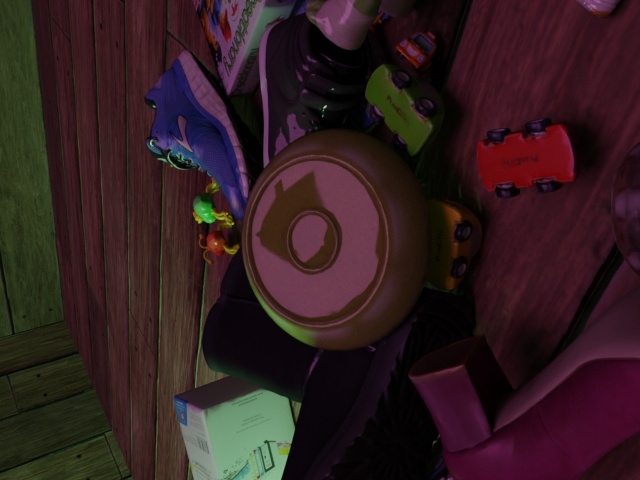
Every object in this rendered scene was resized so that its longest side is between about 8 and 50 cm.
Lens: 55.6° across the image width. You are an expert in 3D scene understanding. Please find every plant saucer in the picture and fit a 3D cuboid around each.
[{"bbox_3d":[0.000,0.000,0.647,0.240,0.037,0.241,1,93,33],"label":"plant saucer"}]

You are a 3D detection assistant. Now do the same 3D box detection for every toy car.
[{"bbox_3d":[0.082,-0.226,0.650,0.040,0.060,0.122,-47,65,18],"label":"toy car"},{"bbox_3d":[0.129,-0.092,0.614,0.225,0.053,0.239,56,143,18],"label":"toy car"}]

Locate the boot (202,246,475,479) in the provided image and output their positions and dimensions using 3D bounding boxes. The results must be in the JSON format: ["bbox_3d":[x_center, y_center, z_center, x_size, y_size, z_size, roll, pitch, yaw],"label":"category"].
[{"bbox_3d":[-0.053,0.191,0.801,0.146,0.367,0.445,43,161,-33],"label":"boot"}]

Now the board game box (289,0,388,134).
[{"bbox_3d":[0.010,-0.264,0.771,0.145,0.027,0.282,-31,76,59],"label":"board game box"}]

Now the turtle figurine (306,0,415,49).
[{"bbox_3d":[0.059,-0.320,0.520,0.266,0.274,0.198,129,155,-57],"label":"turtle figurine"}]

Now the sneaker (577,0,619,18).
[{"bbox_3d":[0.209,-0.214,0.483,0.083,0.031,0.037,53,128,24],"label":"sneaker"}]

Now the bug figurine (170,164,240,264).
[{"bbox_3d":[-0.224,-0.096,1.124,0.216,0.072,0.279,106,143,-73],"label":"bug figurine"}]

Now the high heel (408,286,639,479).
[{"bbox_3d":[0.252,0.141,0.479,0.377,0.127,0.181,-25,97,49],"label":"high heel"}]

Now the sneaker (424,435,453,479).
[{"bbox_3d":[0.162,0.318,0.715,0.129,0.111,0.297,31,124,10],"label":"sneaker"}]

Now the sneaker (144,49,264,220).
[{"bbox_3d":[-0.184,-0.147,0.971,0.330,0.147,0.130,57,-172,28],"label":"sneaker"}]

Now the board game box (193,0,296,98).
[{"bbox_3d":[-0.112,-0.360,0.857,0.193,0.053,0.305,70,157,9],"label":"board game box"}]

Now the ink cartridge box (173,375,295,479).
[{"bbox_3d":[-0.149,0.388,1.147,0.171,0.168,0.233,-8,95,59],"label":"ink cartridge box"}]

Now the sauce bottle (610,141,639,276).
[{"bbox_3d":[0.327,-0.023,0.292,0.344,0.111,0.112,1,103,57],"label":"sauce bottle"}]

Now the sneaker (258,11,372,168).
[{"bbox_3d":[0.001,-0.132,0.709,0.147,0.104,0.296,-7,92,63],"label":"sneaker"}]
